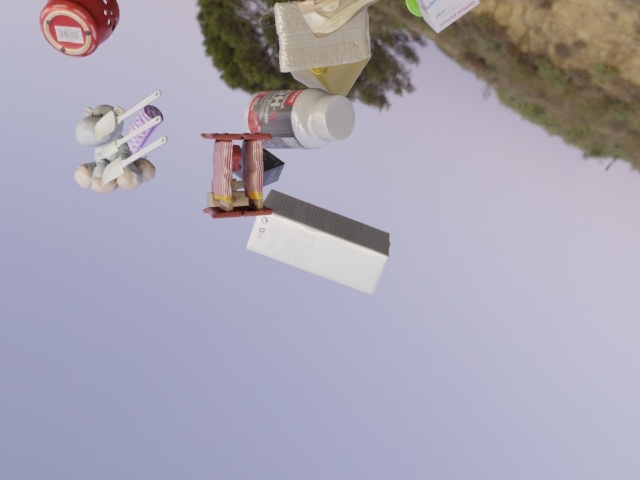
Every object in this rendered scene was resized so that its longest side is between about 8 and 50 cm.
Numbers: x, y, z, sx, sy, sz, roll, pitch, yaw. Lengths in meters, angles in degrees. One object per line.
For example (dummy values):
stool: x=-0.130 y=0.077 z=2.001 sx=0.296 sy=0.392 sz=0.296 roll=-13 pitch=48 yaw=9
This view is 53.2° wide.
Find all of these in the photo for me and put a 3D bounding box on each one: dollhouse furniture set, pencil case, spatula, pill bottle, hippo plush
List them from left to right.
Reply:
hippo plush: x=-0.650 y=-0.308 z=2.039 sx=0.235 sy=0.236 sz=0.294 roll=9 pitch=-147 yaw=15
spatula: x=-0.450 y=-0.249 z=1.505 sx=0.019 sy=0.242 sz=0.168 roll=14 pitch=-119 yaw=-51
pencil case: x=-0.645 y=-0.394 z=2.309 sx=0.086 sy=0.206 sz=0.088 roll=-10 pitch=-119 yaw=-50
dollhouse furniture set: x=-0.247 y=-0.175 z=1.654 sx=0.152 sy=0.201 sz=0.374 roll=-4 pitch=-171 yaw=-22
pill bottle: x=-0.060 y=-0.354 z=1.869 sx=0.319 sy=0.176 sz=0.176 roll=8 pitch=-168 yaw=42

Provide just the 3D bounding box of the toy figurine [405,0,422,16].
toy figurine: x=0.263 y=-0.612 z=1.434 sx=0.130 sy=0.173 sz=0.159 roll=8 pitch=177 yaw=-21

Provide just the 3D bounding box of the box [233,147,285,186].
box: x=-0.252 y=-0.292 z=2.507 sx=0.156 sy=0.093 sz=0.158 roll=37 pitch=-146 yaw=15

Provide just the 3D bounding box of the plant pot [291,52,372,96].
plant pot: x=0.010 y=-0.612 z=2.118 sx=0.212 sy=0.212 sz=0.187 roll=36 pitch=-173 yaw=19

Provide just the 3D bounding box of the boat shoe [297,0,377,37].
boat shoe: x=0.102 y=-0.634 z=1.549 sx=0.110 sy=0.341 sz=0.121 roll=53 pitch=180 yaw=-29

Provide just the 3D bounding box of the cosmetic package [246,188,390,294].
cosmetic package: x=0.000 y=0.000 z=2.187 sx=0.454 sy=0.161 sz=0.230 roll=20 pitch=-158 yaw=-1

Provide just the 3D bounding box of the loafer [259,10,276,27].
loafer: x=-0.150 y=-0.796 z=2.277 sx=0.148 sy=0.056 sz=0.050 roll=-12 pitch=-138 yaw=-11

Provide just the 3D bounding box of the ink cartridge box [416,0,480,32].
ink cartridge box: x=0.199 y=-0.414 z=1.038 sx=0.052 sy=0.089 sz=0.122 roll=60 pitch=-172 yaw=34

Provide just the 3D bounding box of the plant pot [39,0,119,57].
plant pot: x=-0.692 y=-0.636 z=1.827 sx=0.191 sy=0.191 sz=0.174 roll=18 pitch=-138 yaw=-10

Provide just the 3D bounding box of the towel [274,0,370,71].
towel: x=0.009 y=-0.579 z=1.780 sx=0.282 sy=0.187 sz=0.049 roll=-14 pitch=-158 yaw=-21
